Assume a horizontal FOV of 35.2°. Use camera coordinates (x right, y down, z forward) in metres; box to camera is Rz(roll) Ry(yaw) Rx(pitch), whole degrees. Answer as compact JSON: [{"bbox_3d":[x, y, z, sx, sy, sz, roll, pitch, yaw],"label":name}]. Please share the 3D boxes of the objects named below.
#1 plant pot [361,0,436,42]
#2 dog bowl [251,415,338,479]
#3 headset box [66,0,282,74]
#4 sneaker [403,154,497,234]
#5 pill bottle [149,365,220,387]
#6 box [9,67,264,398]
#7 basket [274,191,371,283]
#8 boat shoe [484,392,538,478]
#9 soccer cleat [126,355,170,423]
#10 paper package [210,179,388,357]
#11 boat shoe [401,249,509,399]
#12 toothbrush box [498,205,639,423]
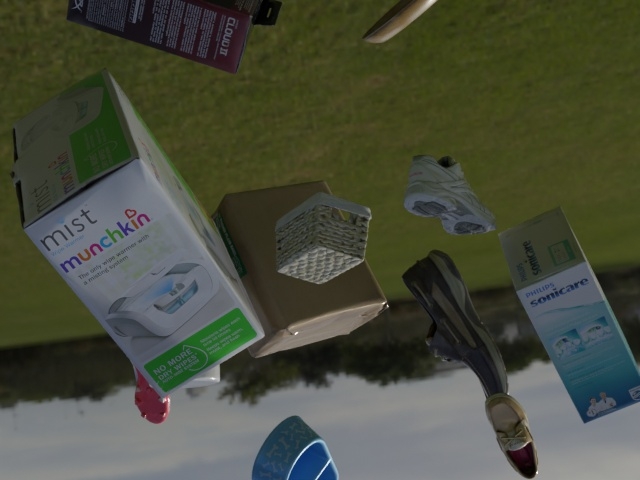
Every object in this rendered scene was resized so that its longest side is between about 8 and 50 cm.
[{"bbox_3d":[0.175,-0.436,1.848,0.236,0.032,0.236,-40,-170,9],"label":"plant pot"},{"bbox_3d":[-0.043,0.480,2.059,0.074,0.166,0.297,25,152,29],"label":"dog bowl"},{"bbox_3d":[-0.204,-0.382,1.524,0.293,0.218,0.110,18,131,-4],"label":"headset box"},{"bbox_3d":[0.228,-0.082,1.696,0.090,0.115,0.232,-11,156,36],"label":"sneaker"},{"bbox_3d":[-0.269,0.136,1.940,0.160,0.283,0.160,-4,165,-1],"label":"pill bottle"},{"bbox_3d":[-0.191,-0.015,1.011,0.127,0.231,0.262,-31,-149,-1],"label":"box"},{"bbox_3d":[0.000,0.000,1.784,0.113,0.103,0.167,17,153,-25],"label":"basket"},{"bbox_3d":[0.323,0.325,1.667,0.063,0.170,0.059,-26,-153,11],"label":"boat shoe"},{"bbox_3d":[-0.377,0.287,2.229,0.083,0.248,0.095,-7,-158,15],"label":"soccer cleat"},{"bbox_3d":[-0.066,0.058,2.165,0.309,0.325,0.168,-10,157,-43],"label":"paper package"},{"bbox_3d":[0.284,0.197,2.156,0.130,0.355,0.132,-26,175,0],"label":"boat shoe"},{"bbox_3d":[0.428,0.123,1.718,0.126,0.295,0.216,-26,-158,14],"label":"toothbrush box"}]
